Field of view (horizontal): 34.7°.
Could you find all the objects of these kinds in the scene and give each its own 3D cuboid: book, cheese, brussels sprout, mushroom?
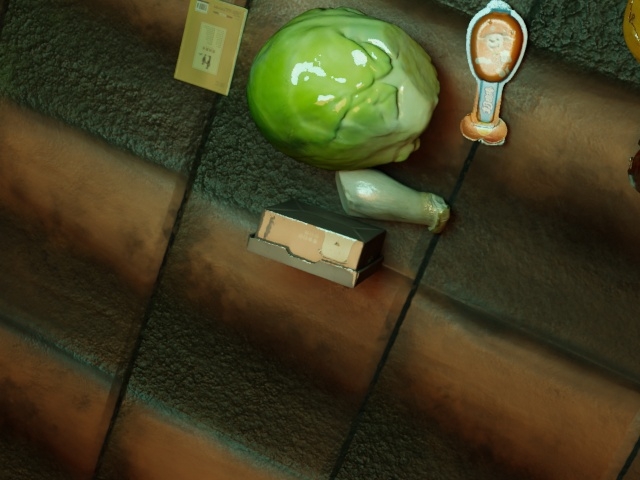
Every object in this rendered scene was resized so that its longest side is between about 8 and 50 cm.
[{"bbox_3d":[-0.212,-0.378,1.974,0.118,0.012,0.172,21,110,13],"label":"book"},{"bbox_3d":[0.302,-0.294,1.806,0.106,0.037,0.256,11,107,18],"label":"cheese"},{"bbox_3d":[0.035,-0.265,1.792,0.344,0.344,0.268,-6,69,20],"label":"brussels sprout"},{"bbox_3d":[0.131,-0.079,1.898,0.225,0.093,0.116,7,151,10],"label":"mushroom"}]

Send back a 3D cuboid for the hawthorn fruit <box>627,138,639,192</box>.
[{"bbox_3d":[0.604,-0.124,1.695,0.172,0.148,0.148,27,112,3],"label":"hawthorn fruit"}]

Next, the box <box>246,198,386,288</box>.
[{"bbox_3d":[0.000,0.000,1.896,0.215,0.215,0.086,18,102,13],"label":"box"}]

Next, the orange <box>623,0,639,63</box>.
[{"bbox_3d":[0.597,-0.351,1.592,0.240,0.240,0.240,5,106,18],"label":"orange"}]
